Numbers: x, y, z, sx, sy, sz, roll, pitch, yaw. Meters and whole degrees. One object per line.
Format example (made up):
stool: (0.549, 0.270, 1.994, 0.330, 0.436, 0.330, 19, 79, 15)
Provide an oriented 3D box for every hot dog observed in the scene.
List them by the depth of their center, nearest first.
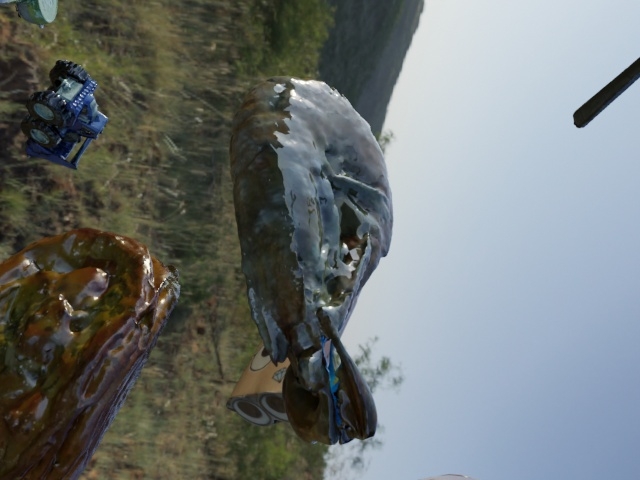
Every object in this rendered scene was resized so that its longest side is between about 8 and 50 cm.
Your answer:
hot dog: (-0.250, 0.108, 0.547, 0.122, 0.196, 0.272, 79, 30, -51)

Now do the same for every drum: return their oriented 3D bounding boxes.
drum: (-0.595, -0.470, 1.175, 0.253, 0.049, 0.130, -91, -175, -51)

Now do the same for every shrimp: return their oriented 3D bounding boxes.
shrimp: (0.000, 0.000, 0.666, 0.110, 0.221, 0.445, -36, -131, 49)

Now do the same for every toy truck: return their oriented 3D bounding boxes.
toy truck: (-0.472, -0.222, 1.095, 0.208, 0.126, 0.113, -33, -149, 52)

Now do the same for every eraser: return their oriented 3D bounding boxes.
eraser: (-0.034, 0.173, 1.014, 0.087, 0.171, 0.290, 50, 45, -21)

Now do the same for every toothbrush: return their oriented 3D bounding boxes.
toothbrush: (0.444, -0.239, 0.819, 0.297, 0.031, 0.030, 120, -34, -68)

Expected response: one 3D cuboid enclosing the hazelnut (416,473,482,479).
hazelnut: (0.152, 0.315, 0.580, 0.181, 0.181, 0.212, -47, 149, -3)
